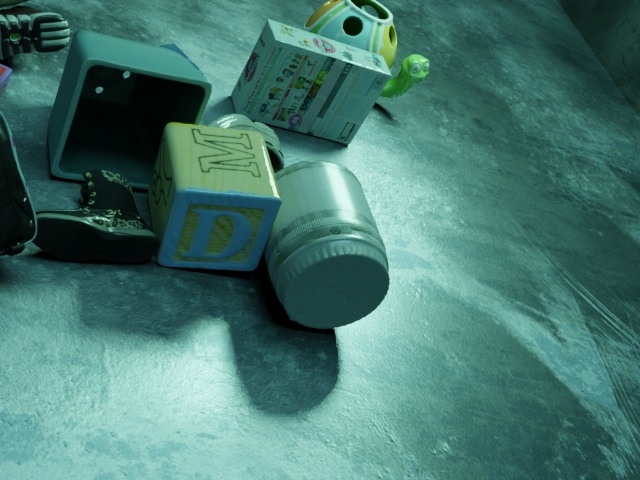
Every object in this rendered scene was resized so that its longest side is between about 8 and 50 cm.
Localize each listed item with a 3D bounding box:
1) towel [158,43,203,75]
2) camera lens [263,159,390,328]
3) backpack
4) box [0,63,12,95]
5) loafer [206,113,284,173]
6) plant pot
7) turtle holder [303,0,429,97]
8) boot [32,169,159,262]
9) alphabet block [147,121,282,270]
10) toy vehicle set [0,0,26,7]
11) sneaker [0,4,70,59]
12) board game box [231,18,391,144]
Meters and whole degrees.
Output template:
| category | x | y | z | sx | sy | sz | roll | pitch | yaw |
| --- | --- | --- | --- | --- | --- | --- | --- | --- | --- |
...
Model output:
| category | x | y | z | sx | sy | sz | roll | pitch | yaw |
| --- | --- | --- | --- | --- | --- | --- | --- | --- | --- |
| towel | -0.331 | -0.412 | 2.245 | 0.067 | 0.029 | 0.119 | -17 | 57 | -48 |
| camera lens | 0.000 | 0.000 | 1.806 | 0.220 | 0.219 | 0.274 | 11 | 39 | -27 |
| backpack | -0.572 | -0.091 | 1.460 | 0.191 | 0.253 | 0.225 | 2 | 16 | 38 |
| box | -0.713 | -0.271 | 1.751 | 0.201 | 0.057 | 0.293 | 24 | 35 | -11 |
| loafer | -0.156 | -0.187 | 1.971 | 0.111 | 0.112 | 0.319 | 57 | 21 | 10 |
| plant pot | -0.391 | -0.276 | 1.853 | 0.248 | 0.247 | 0.252 | 7 | 33 | -31 |
| turtle holder | 0.099 | -0.495 | 2.500 | 0.243 | 0.227 | 0.320 | -16 | 55 | -48 |
| boot | -0.411 | -0.051 | 1.682 | 0.237 | 0.085 | 0.178 | 10 | 37 | -37 |
| alphabet block | -0.201 | -0.079 | 1.766 | 0.194 | 0.192 | 0.197 | 6 | 42 | -23 |
| toy vehicle set | -0.696 | -0.480 | 1.913 | 0.267 | 0.035 | 0.166 | -23 | 16 | -41 |
| sneaker | -0.672 | -0.430 | 1.974 | 0.282 | 0.106 | 0.162 | -6 | 25 | -29 |
| board game box | -0.024 | -0.363 | 2.245 | 0.304 | 0.224 | 0.097 | 12 | 40 | -27 |
